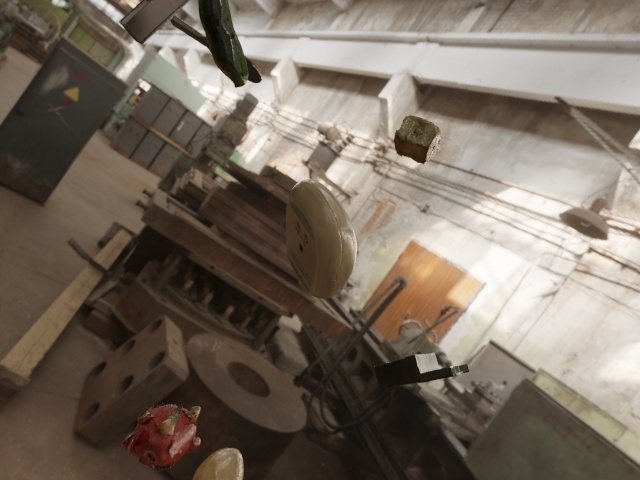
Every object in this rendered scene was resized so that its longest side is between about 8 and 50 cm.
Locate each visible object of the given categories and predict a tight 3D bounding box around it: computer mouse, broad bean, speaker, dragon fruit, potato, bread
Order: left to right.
[{"bbox_3d":[-0.269,0.343,0.785,0.127,0.112,0.068,-4,13,-3],"label":"dragon fruit"},{"bbox_3d":[-0.273,-0.437,0.827,0.040,0.191,0.046,40,-7,44],"label":"speaker"},{"bbox_3d":[-0.250,0.575,1.126,0.112,0.112,0.147,36,19,19],"label":"potato"},{"bbox_3d":[-0.139,-0.333,0.651,0.069,0.226,0.039,-2,9,-7],"label":"broad bean"},{"bbox_3d":[0.000,0.000,0.766,0.145,0.082,0.236,54,-22,30],"label":"computer mouse"},{"bbox_3d":[0.195,-0.205,0.919,0.083,0.076,0.070,29,-15,18],"label":"bread"}]

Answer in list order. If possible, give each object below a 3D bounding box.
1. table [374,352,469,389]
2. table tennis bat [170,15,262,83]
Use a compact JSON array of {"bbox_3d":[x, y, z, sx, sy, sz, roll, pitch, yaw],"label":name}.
[{"bbox_3d":[0.236,0.295,1.061,0.146,0.175,0.062,19,53,-58],"label":"table"},{"bbox_3d":[-0.271,-0.504,1.214,0.274,0.021,0.154,32,-6,-5],"label":"table tennis bat"}]
